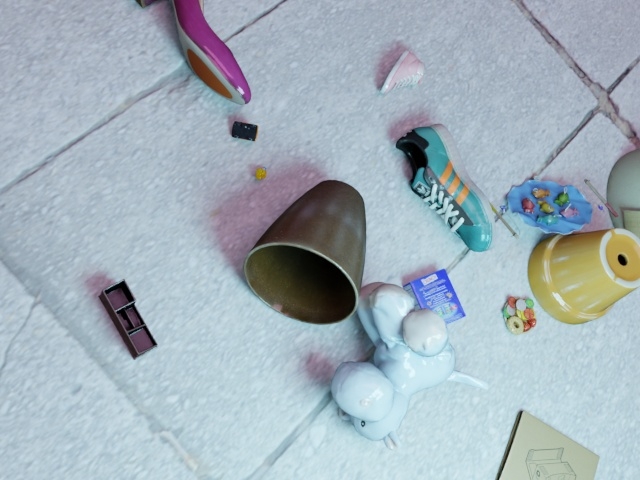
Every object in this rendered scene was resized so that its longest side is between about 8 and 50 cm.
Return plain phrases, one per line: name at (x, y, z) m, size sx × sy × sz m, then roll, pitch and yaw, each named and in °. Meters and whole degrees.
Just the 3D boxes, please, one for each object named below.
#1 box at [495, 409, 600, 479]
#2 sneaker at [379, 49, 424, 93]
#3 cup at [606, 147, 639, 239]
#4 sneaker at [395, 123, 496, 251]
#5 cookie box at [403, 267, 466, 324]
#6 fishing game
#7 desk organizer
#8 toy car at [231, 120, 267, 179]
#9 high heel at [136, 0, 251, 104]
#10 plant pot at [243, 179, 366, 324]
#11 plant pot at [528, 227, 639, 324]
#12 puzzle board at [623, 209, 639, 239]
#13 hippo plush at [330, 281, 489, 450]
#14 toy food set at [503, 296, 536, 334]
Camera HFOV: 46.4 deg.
box at (0.458, 0.463, 1.504) m, size 0.201 × 0.021 × 0.164 m, roll 32°, pitch 65°, yaw -10°
sneaker at (0.187, -0.360, 1.650) m, size 0.070 × 0.051 × 0.134 m, roll 35°, pitch 60°, yaw -2°
cup at (0.879, -0.104, 1.734) m, size 0.331 × 0.237 × 0.331 m, roll 6°, pitch 71°, yaw -19°
sneaker at (0.254, -0.101, 1.567) m, size 0.121 × 0.108 × 0.302 m, roll -17°, pitch 72°, yaw -24°
cookie box at (0.231, 0.122, 1.515) m, size 0.092 × 0.040 × 0.107 m, roll -19°, pitch 81°, yaw -25°
fishing game at (0.506, -0.085, 1.642) m, size 0.264 × 0.041 × 0.189 m, roll -10°, pitch 42°, yaw -11°
desk organizer at (-0.329, 0.135, 1.287) m, size 0.047 × 0.050 × 0.130 m, roll -29°, pitch 85°, yaw -26°
toy car at (-0.140, -0.178, 1.483) m, size 0.040 × 0.060 × 0.122 m, roll -10°, pitch 94°, yaw -68°
high heel at (-0.215, -0.444, 1.473) m, size 0.181 × 0.127 × 0.377 m, roll -38°, pitch 86°, yaw -16°
plant pot at (0.000, 0.000, 1.390) m, size 0.215 × 0.215 × 0.230 m, roll 32°, pitch 50°, yaw -9°
plant pot at (0.582, 0.061, 1.590) m, size 0.205 × 0.188 × 0.205 m, roll 7°, pitch 71°, yaw -19°
puzzle board at (0.754, -0.021, 1.687) m, size 0.011 × 0.128 × 0.096 m, roll -34°, pitch 119°, yaw -40°
hippo plush at (0.114, 0.234, 1.375) m, size 0.236 × 0.234 × 0.294 m, roll -47°, pitch 136°, yaw -10°
toy food set at (0.425, 0.159, 1.590) m, size 0.083 × 0.020 × 0.082 m, roll -5°, pitch 75°, yaw -22°
